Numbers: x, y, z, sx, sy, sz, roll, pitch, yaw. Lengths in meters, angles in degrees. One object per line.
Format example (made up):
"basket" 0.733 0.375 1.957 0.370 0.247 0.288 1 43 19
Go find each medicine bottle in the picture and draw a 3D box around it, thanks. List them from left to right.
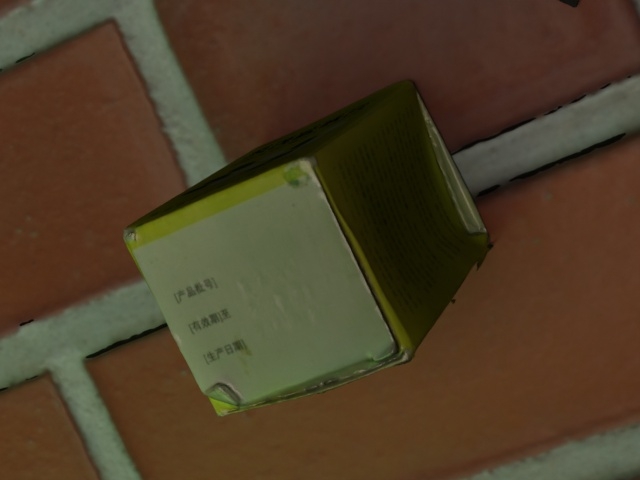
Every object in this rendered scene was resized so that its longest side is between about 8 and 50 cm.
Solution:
"medicine bottle" 0.000 0.000 1.102 0.137 0.250 0.141 -25 97 23

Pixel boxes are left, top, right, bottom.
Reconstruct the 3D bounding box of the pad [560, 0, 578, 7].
"pad" 0.065 -0.244 1.080 0.245 0.006 0.170 27 156 10
